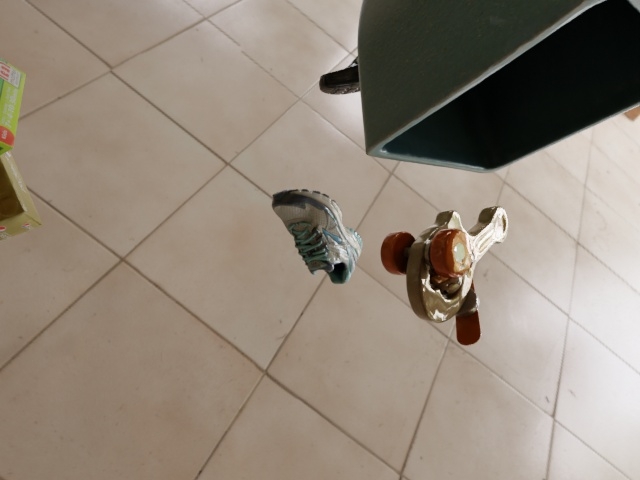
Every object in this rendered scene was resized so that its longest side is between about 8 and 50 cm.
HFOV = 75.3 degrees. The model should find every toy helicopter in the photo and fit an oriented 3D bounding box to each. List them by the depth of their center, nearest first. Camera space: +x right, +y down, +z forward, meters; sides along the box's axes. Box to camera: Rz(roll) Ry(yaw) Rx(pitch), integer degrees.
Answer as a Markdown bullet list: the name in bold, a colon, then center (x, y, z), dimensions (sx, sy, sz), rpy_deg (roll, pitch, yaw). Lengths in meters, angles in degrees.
- **toy helicopter**: center (0.289, 0.040, 0.818), dimensions (0.355, 0.140, 0.235), rpy_deg (-32, 108, -37)

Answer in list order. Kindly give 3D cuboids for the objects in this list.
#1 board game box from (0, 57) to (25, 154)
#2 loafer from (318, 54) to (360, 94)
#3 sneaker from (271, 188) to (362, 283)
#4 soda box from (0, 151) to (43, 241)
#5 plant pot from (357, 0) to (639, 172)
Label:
- **board game box**: center (-0.341, -0.146, 0.325), dimensions (0.181, 0.043, 0.092), rpy_deg (37, 39, -59)
- **loafer**: center (0.096, -0.363, 0.878), dimensions (0.223, 0.076, 0.078), rpy_deg (-18, 99, -16)
- **sneaker**: center (0.000, 0.000, 0.849), dimensions (0.283, 0.110, 0.122), rpy_deg (40, 53, -44)
- **soda box**: center (-0.431, -0.092, 0.532), dimensions (0.061, 0.058, 0.181), rpy_deg (-27, 83, -18)
- **plant pot**: center (0.187, -0.244, 0.443), dimensions (0.248, 0.247, 0.252), rpy_deg (-1, 73, -37)
